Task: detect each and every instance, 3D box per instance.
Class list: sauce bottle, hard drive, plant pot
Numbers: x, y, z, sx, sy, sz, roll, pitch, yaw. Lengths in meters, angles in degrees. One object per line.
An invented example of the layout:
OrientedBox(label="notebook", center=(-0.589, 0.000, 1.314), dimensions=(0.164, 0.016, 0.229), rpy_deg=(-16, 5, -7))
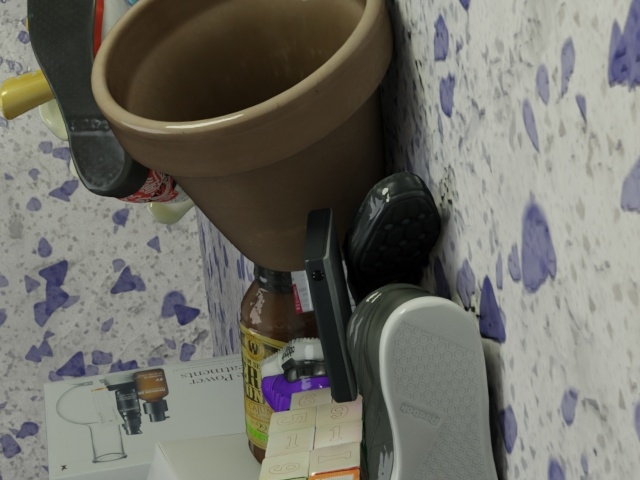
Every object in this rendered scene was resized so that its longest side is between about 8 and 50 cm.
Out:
OrientedBox(label="sauce bottle", center=(-0.047, 0.124, 1.726), dimensions=(0.111, 0.111, 0.344), rpy_deg=(-114, 18, -59))
OrientedBox(label="hard drive", center=(0.010, 0.054, 1.151), dimensions=(0.094, 0.022, 0.135), rpy_deg=(-85, -14, -63))
OrientedBox(label="plant pot", center=(-0.042, -0.102, 1.240), dimensions=(0.263, 0.263, 0.229), rpy_deg=(-108, -4, -48))

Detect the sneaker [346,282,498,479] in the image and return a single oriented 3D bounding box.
OrientedBox(label="sneaker", center=(0.079, 0.167, 1.087), dimensions=(0.147, 0.104, 0.296), rpy_deg=(-112, 19, -74))

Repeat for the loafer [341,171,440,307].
OrientedBox(label="loafer", center=(0.051, -0.004, 1.163), dimensions=(0.223, 0.076, 0.078), rpy_deg=(95, 157, -66))

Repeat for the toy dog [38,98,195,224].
OrientedBox(label="toy dog", center=(-0.205, -0.226, 1.901), dimensions=(0.408, 0.284, 0.395), rpy_deg=(163, 122, -82))

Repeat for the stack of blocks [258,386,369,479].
OrientedBox(label="stack of blocks", center=(0.014, 0.232, 1.244), dimensions=(0.297, 0.087, 0.171), rpy_deg=(-79, -22, -70))

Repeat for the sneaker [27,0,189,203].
OrientedBox(label="sneaker", center=(-0.191, -0.159, 1.337), dimensions=(0.145, 0.090, 0.270), rpy_deg=(11, -121, -60))

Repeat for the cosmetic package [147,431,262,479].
OrientedBox(label="cosmetic package", center=(-0.094, 0.429, 1.733), dimensions=(0.365, 0.155, 0.197), rpy_deg=(51, 134, 46))

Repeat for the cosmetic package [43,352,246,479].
OrientedBox(label="cosmetic package", center=(-0.238, 0.302, 2.181), dimensions=(0.284, 0.377, 0.097), rpy_deg=(-116, 21, -61))

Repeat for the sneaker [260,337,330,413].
OrientedBox(label="sneaker", center=(-0.013, 0.200, 1.547), dimensions=(0.293, 0.102, 0.146), rpy_deg=(117, 155, -74))

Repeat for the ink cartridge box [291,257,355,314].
OrientedBox(label="ink cartridge box", center=(0.000, 0.000, 1.500), dimensions=(0.109, 0.063, 0.150), rpy_deg=(149, 113, -80))

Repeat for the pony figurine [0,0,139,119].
OrientedBox(label="pony figurine", center=(-0.144, -0.262, 1.509), dimensions=(0.351, 0.363, 0.303), rpy_deg=(-84, -12, -53))
